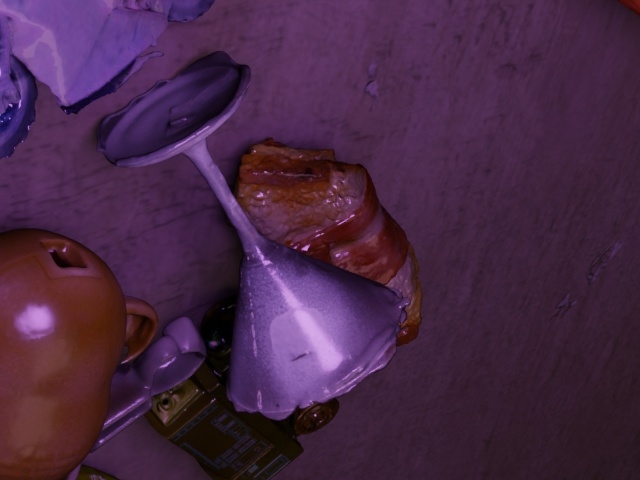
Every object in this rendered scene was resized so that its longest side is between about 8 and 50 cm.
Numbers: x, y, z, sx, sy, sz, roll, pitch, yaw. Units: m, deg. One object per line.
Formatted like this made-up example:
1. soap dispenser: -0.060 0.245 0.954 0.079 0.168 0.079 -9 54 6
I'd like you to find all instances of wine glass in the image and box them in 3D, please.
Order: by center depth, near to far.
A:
1. wine glass: -0.052 -0.005 1.093 0.156 0.156 0.232 -36 119 -11

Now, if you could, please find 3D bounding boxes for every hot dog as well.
1. hot dog: 0.001 -0.004 1.264 0.123 0.093 0.261 -31 132 -3

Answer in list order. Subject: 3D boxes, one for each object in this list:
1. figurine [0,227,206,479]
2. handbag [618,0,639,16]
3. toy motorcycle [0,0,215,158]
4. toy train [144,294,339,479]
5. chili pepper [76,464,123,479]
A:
1. figurine: -0.232 0.114 1.072 0.342 0.167 0.285 -34 162 -55
2. handbag: 0.371 -0.355 1.235 0.410 0.116 0.303 -51 147 14
3. toy motorcycle: -0.153 -0.178 0.868 0.239 0.108 0.204 -58 138 -49
4. toy train: -0.074 0.139 1.352 0.137 0.090 0.225 -40 148 1
5. chili pepper: -0.231 0.212 1.305 0.201 0.050 0.052 13 81 -52
